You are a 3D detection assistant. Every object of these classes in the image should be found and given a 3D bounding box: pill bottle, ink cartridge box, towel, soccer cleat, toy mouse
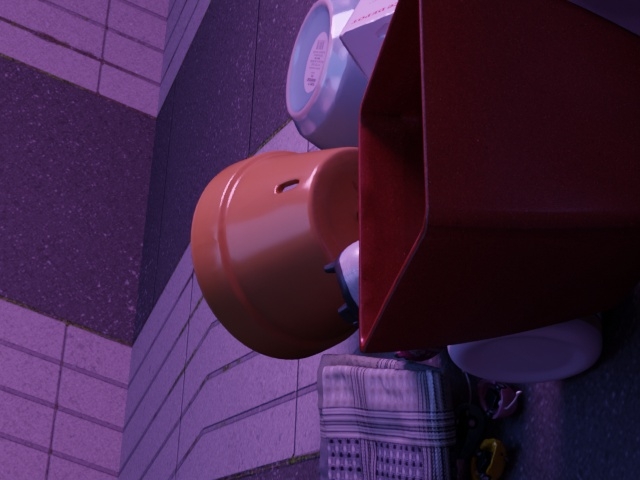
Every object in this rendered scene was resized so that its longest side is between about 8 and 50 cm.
[{"bbox_3d":[0.205,-0.001,1.367,0.153,0.153,0.264,133,145,-56],"label":"pill bottle"},{"bbox_3d":[0.123,-0.301,1.712,0.140,0.082,0.190,-16,31,34],"label":"ink cartridge box"},{"bbox_3d":[0.069,0.294,1.582,0.324,0.056,0.312,174,92,-66],"label":"towel"},{"bbox_3d":[0.123,0.062,1.520,0.331,0.143,0.116,28,-138,-68],"label":"soccer cleat"},{"bbox_3d":[0.184,0.198,1.484,0.143,0.031,0.161,-102,30,-49],"label":"toy mouse"}]

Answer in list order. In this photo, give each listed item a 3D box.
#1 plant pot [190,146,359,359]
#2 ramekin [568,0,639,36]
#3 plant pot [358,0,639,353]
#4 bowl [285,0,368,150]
[{"bbox_3d":[0.000,0.000,1.799,0.203,0.291,0.291,-22,56,48],"label":"plant pot"},{"bbox_3d":[0.286,-0.228,1.217,0.207,0.207,0.109,129,156,-52],"label":"ramekin"},{"bbox_3d":[0.173,-0.060,1.182,0.267,0.236,0.267,110,164,-62],"label":"plant pot"},{"bbox_3d":[0.056,-0.244,1.929,0.311,0.163,0.311,-167,90,-72],"label":"bowl"}]
